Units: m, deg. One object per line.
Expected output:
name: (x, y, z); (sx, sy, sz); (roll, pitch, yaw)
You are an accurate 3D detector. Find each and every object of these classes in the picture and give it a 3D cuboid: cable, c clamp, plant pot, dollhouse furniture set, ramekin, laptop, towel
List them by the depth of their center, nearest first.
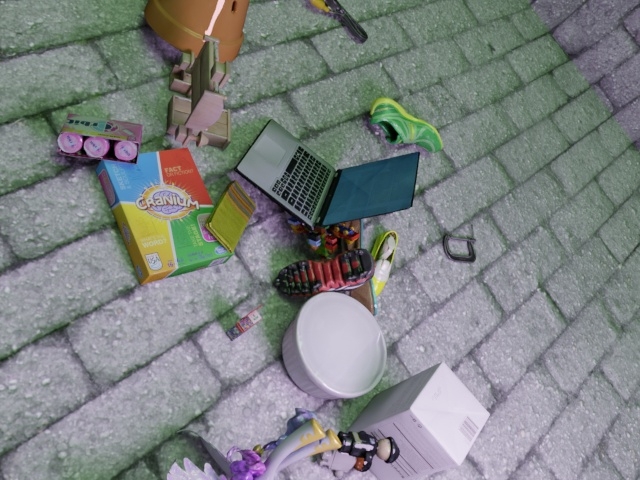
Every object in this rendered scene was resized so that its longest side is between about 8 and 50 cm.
ramekin: (0.026, 0.279, 1.748); (0.272, 0.127, 0.273); (17, 56, -26)
towel: (-0.227, -0.067, 1.783); (0.102, 0.021, 0.237); (48, 28, -19)
dollhouse furniture set: (-0.259, -0.413, 1.794); (0.173, 0.355, 0.303); (12, 56, -28)
laptop: (0.035, -0.219, 1.895); (0.408, 0.236, 0.382); (38, 29, -10)
plant pot: (-0.325, -0.674, 1.951); (0.290, 0.203, 0.291); (25, 34, -18)
c clamp: (0.461, 0.012, 2.272); (0.160, 0.022, 0.137); (0, 70, -36)
cable: (0.052, -0.817, 2.461); (0.287, 0.072, 0.140); (41, 31, -24)

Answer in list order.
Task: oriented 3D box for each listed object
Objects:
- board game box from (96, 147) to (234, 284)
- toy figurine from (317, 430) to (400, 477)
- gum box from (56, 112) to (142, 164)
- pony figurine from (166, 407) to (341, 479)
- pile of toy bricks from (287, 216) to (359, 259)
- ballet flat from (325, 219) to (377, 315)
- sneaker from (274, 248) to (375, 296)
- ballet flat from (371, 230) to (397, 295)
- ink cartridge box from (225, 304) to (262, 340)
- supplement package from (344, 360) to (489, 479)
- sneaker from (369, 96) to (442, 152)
board game box: (-0.385, -0.069, 1.707); (0.242, 0.064, 0.317); (-16, 74, -39)
toy figurine: (0.084, 0.554, 1.574); (0.148, 0.209, 0.213); (13, 57, -15)
gum box: (-0.531, -0.246, 1.657); (0.188, 0.062, 0.107); (7, 32, -13)
pony figurine: (-0.124, 0.503, 1.391); (0.363, 0.303, 0.351); (-34, 95, 3)
pile of toy bricks: (0.000, 0.000, 1.871); (0.118, 0.212, 0.105); (-31, 129, -37)
ballet flat: (0.073, 0.063, 1.927); (0.124, 0.116, 0.343); (-1, 63, -12)
sneaker: (0.021, 0.094, 1.806); (0.135, 0.275, 0.098); (33, 45, -68)
ballet flat: (0.179, 0.060, 2.011); (0.077, 0.077, 0.231); (33, 51, -15)
ink cartridge box: (-0.178, 0.199, 1.661); (0.063, 0.115, 0.029); (-33, 85, -41)
supplement package: (0.227, 0.453, 1.673); (0.175, 0.293, 0.177); (49, 49, -1)
sneaker: (0.281, -0.366, 2.325); (0.295, 0.109, 0.124); (28, 75, -21)
